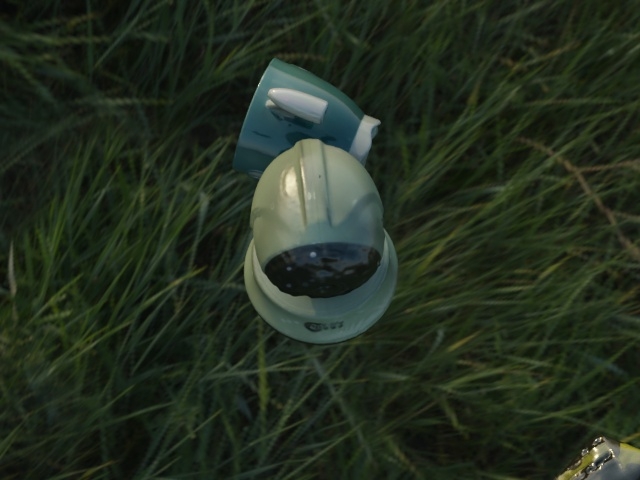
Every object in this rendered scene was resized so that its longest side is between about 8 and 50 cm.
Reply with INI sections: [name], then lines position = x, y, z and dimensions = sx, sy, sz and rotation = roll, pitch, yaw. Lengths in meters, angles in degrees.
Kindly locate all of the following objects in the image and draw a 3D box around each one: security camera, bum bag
[security camera]
position = 0.000, 0.000, 1.530
dimensions = 0.197, 0.277, 0.191
rotation = -3, 66, 0
[bum bag]
position = 0.228, 0.281, 1.211
dimensions = 0.232, 0.060, 0.107
rotation = -42, 54, 12

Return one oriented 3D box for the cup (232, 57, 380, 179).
[cup]
position = -0.015, -0.145, 1.769
dimensions = 0.173, 0.300, 0.167
rotation = 22, 81, 1
